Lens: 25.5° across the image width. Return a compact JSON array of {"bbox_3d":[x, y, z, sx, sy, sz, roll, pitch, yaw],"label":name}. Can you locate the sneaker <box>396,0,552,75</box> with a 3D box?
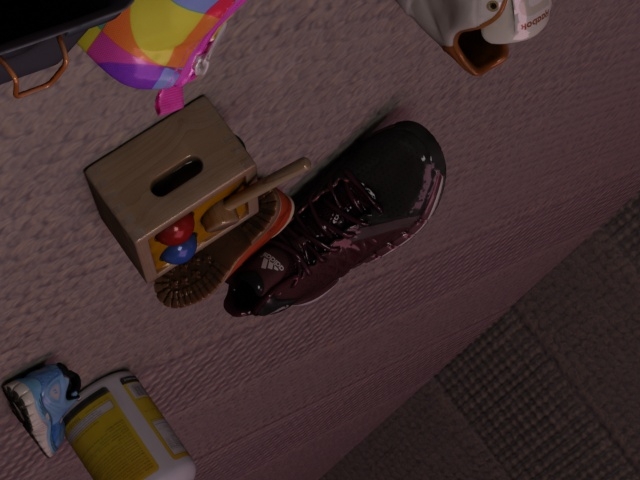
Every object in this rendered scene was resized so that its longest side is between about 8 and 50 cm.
[{"bbox_3d":[0.141,-0.224,1.021,0.106,0.123,0.290,-30,163,-19],"label":"sneaker"}]

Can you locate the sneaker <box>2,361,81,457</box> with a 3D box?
[{"bbox_3d":[-0.267,0.167,1.424,0.073,0.063,0.162,-35,166,-18],"label":"sneaker"}]

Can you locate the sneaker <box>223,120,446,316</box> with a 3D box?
[{"bbox_3d":[0.000,0.000,1.403,0.162,0.106,0.281,-27,164,-51],"label":"sneaker"}]

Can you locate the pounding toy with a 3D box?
[{"bbox_3d":[-0.093,-0.038,1.099,0.141,0.100,0.130,-33,166,-11],"label":"pounding toy"}]

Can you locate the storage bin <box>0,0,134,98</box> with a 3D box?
[{"bbox_3d":[-0.171,-0.111,0.717,0.135,0.098,0.091,-27,174,-32],"label":"storage bin"}]

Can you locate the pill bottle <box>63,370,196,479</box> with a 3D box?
[{"bbox_3d":[-0.203,0.244,1.566,0.103,0.184,0.103,-34,165,-10],"label":"pill bottle"}]

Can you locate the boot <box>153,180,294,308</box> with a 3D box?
[{"bbox_3d":[-0.088,0.007,1.351,0.158,0.059,0.084,-41,170,13],"label":"boot"}]

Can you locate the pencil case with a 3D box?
[{"bbox_3d":[-0.047,-0.181,0.758,0.236,0.104,0.104,-46,163,31],"label":"pencil case"}]
